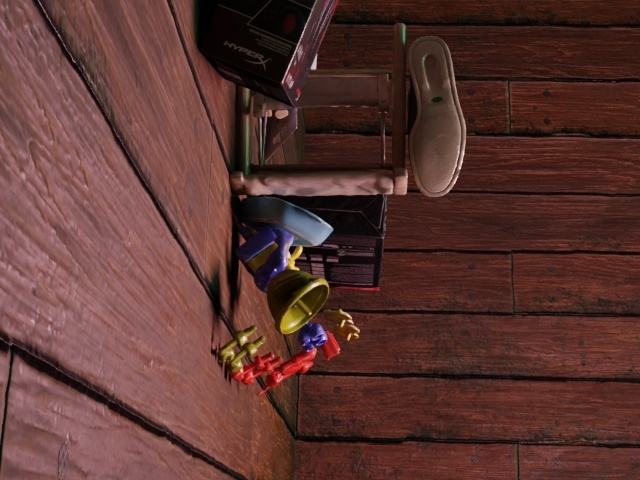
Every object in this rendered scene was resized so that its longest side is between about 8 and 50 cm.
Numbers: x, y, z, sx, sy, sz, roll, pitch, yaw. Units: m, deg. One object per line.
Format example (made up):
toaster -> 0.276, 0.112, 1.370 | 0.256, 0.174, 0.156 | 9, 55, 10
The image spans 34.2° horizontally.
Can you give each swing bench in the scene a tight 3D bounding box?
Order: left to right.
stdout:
swing bench -> 0.002, -0.178, 1.572 | 0.165, 0.253, 0.255 | 79, 12, -75

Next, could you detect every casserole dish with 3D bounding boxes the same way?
casserole dish -> -0.058, -0.025, 1.573 | 0.188, 0.114, 0.037 | 4, -113, 64

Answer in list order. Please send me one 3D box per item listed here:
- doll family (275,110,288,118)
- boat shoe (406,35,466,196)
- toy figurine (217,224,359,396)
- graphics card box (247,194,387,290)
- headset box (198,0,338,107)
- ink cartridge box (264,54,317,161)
doll family -> -0.080, -0.305, 1.831 | 0.111, 0.076, 0.193 | -94, -172, -61
boat shoe -> 0.169, -0.180, 1.539 | 0.079, 0.084, 0.233 | 24, 63, -86
toy figurine -> -0.090, 0.068, 1.521 | 0.217, 0.191, 0.362 | 60, -1, 19
graphics card box -> 0.000, 0.000, 1.878 | 0.371, 0.232, 0.094 | 80, 15, -74
headset box -> -0.031, -0.329, 1.280 | 0.218, 0.110, 0.293 | 15, 98, -88
ink cartridge box -> -0.056, -0.251, 1.955 | 0.145, 0.045, 0.179 | -40, -135, 53
